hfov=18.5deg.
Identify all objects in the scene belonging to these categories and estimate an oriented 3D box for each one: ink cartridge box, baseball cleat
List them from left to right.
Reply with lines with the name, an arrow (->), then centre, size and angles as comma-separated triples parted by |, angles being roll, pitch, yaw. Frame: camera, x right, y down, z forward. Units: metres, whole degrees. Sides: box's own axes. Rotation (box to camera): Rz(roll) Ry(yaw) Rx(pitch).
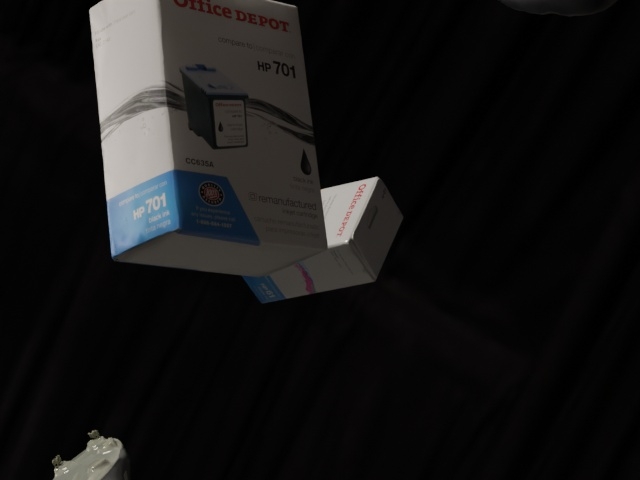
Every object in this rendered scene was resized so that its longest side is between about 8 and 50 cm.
baseball cleat -> -0.178, 0.239, 1.564 | 0.109, 0.072, 0.206 | 61, 16, -18
ink cartridge box -> -0.080, -0.079, 1.390 | 0.139, 0.082, 0.190 | 7, 70, -42
ink cartridge box -> 0.000, 0.000, 1.696 | 0.052, 0.122, 0.088 | 56, 39, -29

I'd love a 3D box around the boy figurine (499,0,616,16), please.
boy figurine -> 0.072, -0.242, 0.930 | 0.092, 0.177, 0.285 | 18, -26, 45
